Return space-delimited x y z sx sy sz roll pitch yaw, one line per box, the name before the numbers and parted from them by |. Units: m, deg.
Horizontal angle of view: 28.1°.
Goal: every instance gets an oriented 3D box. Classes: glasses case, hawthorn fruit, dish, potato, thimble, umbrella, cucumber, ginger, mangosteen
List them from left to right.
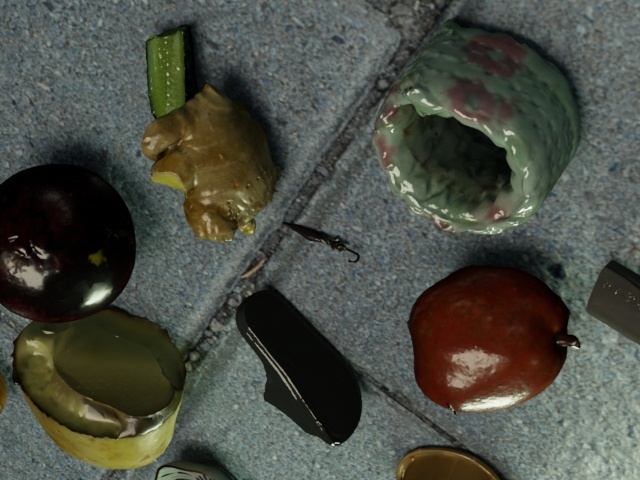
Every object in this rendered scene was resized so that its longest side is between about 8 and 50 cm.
mangosteen | -0.364 0.007 1.794 0.228 0.228 0.265 29 177 9
potato | -0.330 0.244 1.964 0.285 0.242 0.243 15 133 15
cucumber | -0.182 -0.183 1.611 0.070 0.046 0.220 19 133 22
dish | -0.186 0.420 2.116 0.190 0.066 0.191 19 133 21
ginger | -0.123 -0.087 1.579 0.102 0.157 0.216 13 141 45
umbrella | 0.002 -0.002 1.667 0.122 0.022 0.013 28 163 25
thimble | 0.163 -0.121 1.363 0.185 0.149 0.211 -20 113 45
hawthorn fruit | 0.212 0.117 1.515 0.202 0.185 0.185 -3 124 31
glasses case | 0.392 0.099 1.441 0.190 0.042 0.072 33 121 28

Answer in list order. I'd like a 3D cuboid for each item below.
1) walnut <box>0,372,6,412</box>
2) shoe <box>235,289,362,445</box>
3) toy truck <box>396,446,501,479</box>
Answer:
walnut | -0.619 0.227 2.197 0.115 0.116 0.207 -16 113 41
shoe | -0.041 0.181 1.791 0.241 0.108 0.093 52 137 -6
toy truck | 0.174 0.462 1.812 0.204 0.211 0.288 -5 119 37
